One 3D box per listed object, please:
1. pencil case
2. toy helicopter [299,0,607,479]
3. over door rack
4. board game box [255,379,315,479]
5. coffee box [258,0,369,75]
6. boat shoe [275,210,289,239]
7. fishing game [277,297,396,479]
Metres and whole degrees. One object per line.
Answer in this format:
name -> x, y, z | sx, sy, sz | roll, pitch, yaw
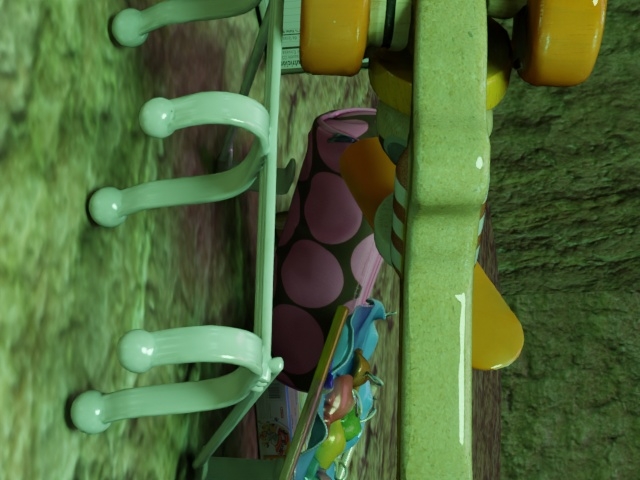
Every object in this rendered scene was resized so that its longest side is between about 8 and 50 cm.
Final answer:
pencil case -> 0.015, 0.012, 0.849 | 0.095, 0.098, 0.209 | -15, 127, -49
toy helicopter -> 0.054, 0.015, 0.608 | 0.235, 0.140, 0.355 | 95, -3, -75
over door rack -> -0.068, 0.000, 0.655 | 0.324, 0.108, 0.240 | 93, -1, -69
board game box -> -0.022, 0.173, 0.946 | 0.103, 0.026, 0.154 | -28, 114, -76
coffee box -> -0.006, -0.277, 0.958 | 0.141, 0.098, 0.247 | -75, 158, -52
boat shoe -> 0.000, 0.000, 1.001 | 0.170, 0.063, 0.059 | -4, 85, -78
fishing game -> 0.016, 0.128, 0.766 | 0.264, 0.041, 0.189 | 77, 32, -69
